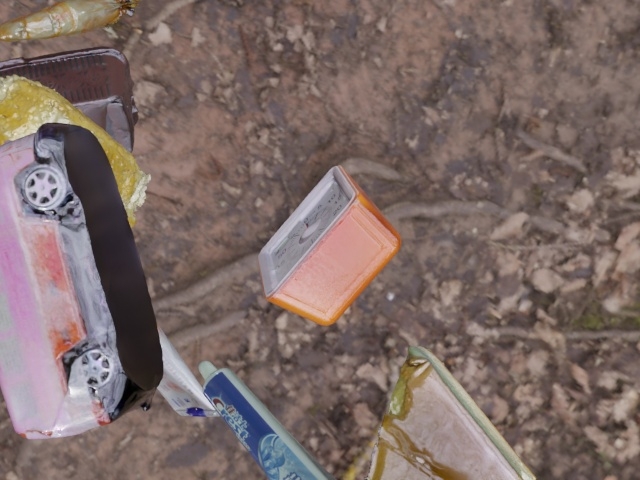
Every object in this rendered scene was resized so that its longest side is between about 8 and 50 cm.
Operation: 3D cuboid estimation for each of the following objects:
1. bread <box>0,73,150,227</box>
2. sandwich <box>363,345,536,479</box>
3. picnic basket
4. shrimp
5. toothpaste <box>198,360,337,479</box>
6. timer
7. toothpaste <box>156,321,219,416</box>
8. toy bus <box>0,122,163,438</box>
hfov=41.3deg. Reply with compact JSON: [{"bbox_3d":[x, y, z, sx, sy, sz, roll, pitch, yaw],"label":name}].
[{"bbox_3d":[-0.324,-0.105,1.079,0.121,0.174,0.245,-47,155,-4],"label":"bread"},{"bbox_3d":[0.163,0.251,1.003,0.108,0.186,0.220,30,74,-72],"label":"sandwich"},{"bbox_3d":[-0.467,-0.209,1.505,0.296,0.129,0.223,-13,140,-11],"label":"picnic basket"},{"bbox_3d":[-0.435,-0.392,1.487,0.294,0.154,0.062,-26,116,-43],"label":"shrimp"},{"bbox_3d":[-0.070,0.237,1.032,0.069,0.268,0.047,-47,147,-2],"label":"toothpaste"},{"bbox_3d":[0.000,0.000,1.630,0.161,0.250,0.257,35,101,-32],"label":"timer"},{"bbox_3d":[-0.264,0.147,1.263,0.323,0.100,0.066,60,43,-23],"label":"toothpaste"},{"bbox_3d":[-0.262,0.043,0.846,0.147,0.127,0.303,-18,88,6],"label":"toy bus"}]
